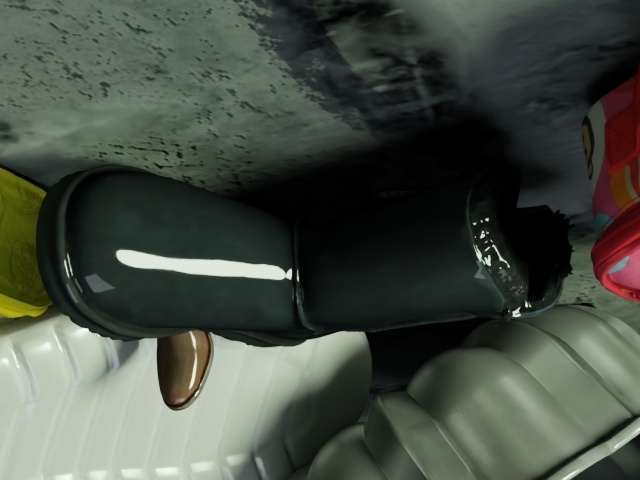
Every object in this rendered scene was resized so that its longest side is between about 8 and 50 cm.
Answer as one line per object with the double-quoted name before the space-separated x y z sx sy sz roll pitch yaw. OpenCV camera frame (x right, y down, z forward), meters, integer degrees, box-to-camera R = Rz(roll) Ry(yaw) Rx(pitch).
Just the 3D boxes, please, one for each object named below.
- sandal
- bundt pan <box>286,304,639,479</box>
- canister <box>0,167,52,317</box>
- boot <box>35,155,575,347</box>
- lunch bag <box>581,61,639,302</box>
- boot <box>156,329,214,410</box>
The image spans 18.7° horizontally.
"sandal" -0.162 0.091 1.191 0.416 0.102 0.169 -9 119 -27
"bundt pan" 0.093 0.159 1.272 0.331 0.124 0.331 -33 163 -12
"canister" -0.244 0.011 1.077 0.170 0.073 0.126 -15 155 32
"boot" 0.000 0.000 1.035 0.207 0.094 0.246 -12 163 32
"lunch bag" 0.268 -0.052 0.921 0.258 0.120 0.293 16 151 -28
"boot" -0.104 0.031 1.089 0.037 0.106 0.114 -10 156 28
